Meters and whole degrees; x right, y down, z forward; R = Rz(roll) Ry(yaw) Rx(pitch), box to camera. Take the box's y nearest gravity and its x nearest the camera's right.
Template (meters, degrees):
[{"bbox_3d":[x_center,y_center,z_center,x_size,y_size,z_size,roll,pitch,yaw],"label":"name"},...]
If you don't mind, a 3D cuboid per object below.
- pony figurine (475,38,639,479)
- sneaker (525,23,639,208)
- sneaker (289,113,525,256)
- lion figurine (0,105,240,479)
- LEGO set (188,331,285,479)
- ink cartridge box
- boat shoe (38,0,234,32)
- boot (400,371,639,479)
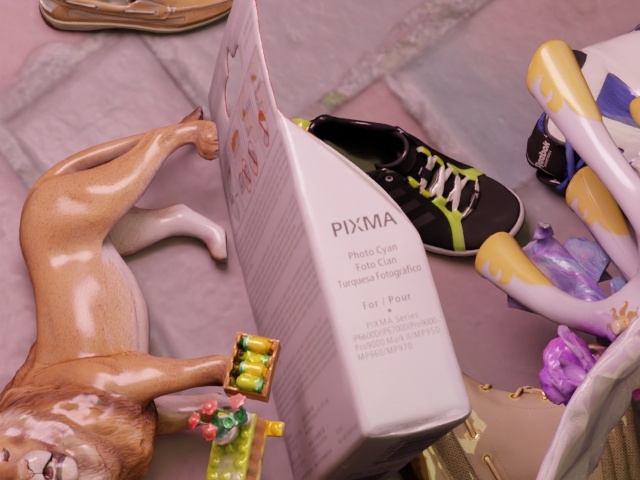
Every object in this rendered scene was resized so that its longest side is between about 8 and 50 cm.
[{"bbox_3d":[0.269,0.059,1.386,0.303,0.351,0.363,-4,33,-30],"label":"pony figurine"},{"bbox_3d":[0.290,-0.061,1.600,0.182,0.127,0.315,-14,61,-6],"label":"sneaker"},{"bbox_3d":[0.076,-0.051,1.575,0.235,0.097,0.084,18,73,-5],"label":"sneaker"},{"bbox_3d":[-0.193,0.061,1.495,0.240,0.142,0.392,-5,61,-3],"label":"lion figurine"},{"bbox_3d":[-0.119,0.195,1.335,0.287,0.107,0.132,-51,53,3],"label":"LEGO set"},{"bbox_3d":[0.000,0.000,1.439,0.091,0.308,0.385,-10,75,-13],"label":"ink cartridge box"},{"bbox_3d":[-0.159,-0.227,1.596,0.190,0.072,0.068,-10,77,-13],"label":"boat shoe"},{"bbox_3d":[0.158,0.138,1.538,0.203,0.095,0.262,-19,81,-14],"label":"boot"}]
